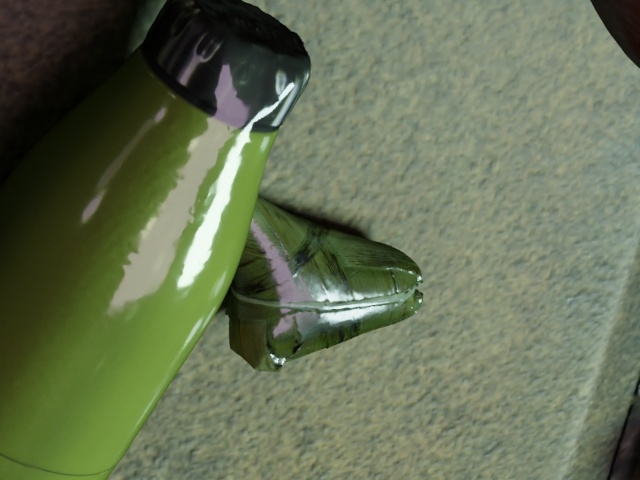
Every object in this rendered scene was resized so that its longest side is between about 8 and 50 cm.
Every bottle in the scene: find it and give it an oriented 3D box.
[{"bbox_3d":[-0.097,0.008,0.882,0.112,0.112,0.260,17,115,-39],"label":"bottle"}]

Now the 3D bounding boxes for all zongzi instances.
[{"bbox_3d":[0.000,0.000,0.985,0.104,0.052,0.113,-21,121,-25],"label":"zongzi"}]

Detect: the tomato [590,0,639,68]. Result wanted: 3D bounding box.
[{"bbox_3d":[0.228,-0.185,0.778,0.282,0.317,0.316,-16,143,27],"label":"tomato"}]
